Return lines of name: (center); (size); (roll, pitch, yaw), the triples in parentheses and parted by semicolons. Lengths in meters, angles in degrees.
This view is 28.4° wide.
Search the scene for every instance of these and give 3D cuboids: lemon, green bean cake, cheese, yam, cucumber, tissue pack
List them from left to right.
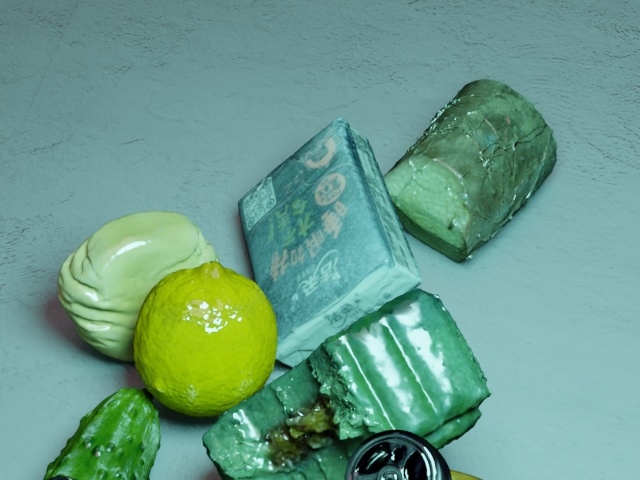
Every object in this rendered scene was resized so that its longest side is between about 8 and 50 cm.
cucumber: (-0.266, 0.271, 1.627); (0.134, 0.134, 0.244); (9, 37, 12)
cheese: (-0.250, 0.057, 1.768); (0.226, 0.214, 0.117); (-27, 45, -13)
lemon: (-0.153, 0.135, 1.677); (0.192, 0.231, 0.192); (9, 24, -4)
tissue pack: (0.000, 0.000, 1.816); (0.228, 0.103, 0.315); (-39, 41, 22)
green bean cake: (0.025, 0.216, 1.484); (0.308, 0.300, 0.169); (-26, 77, -11)
yam: (0.219, -0.109, 1.928); (0.202, 0.201, 0.271); (26, 59, 27)

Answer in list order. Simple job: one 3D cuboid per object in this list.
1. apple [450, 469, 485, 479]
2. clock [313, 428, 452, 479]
apple: (0.132, 0.381, 1.398); (0.309, 0.250, 0.277); (13, 49, 16)
clock: (-0.041, 0.355, 1.274); (0.379, 0.120, 0.276); (-15, 64, 20)
